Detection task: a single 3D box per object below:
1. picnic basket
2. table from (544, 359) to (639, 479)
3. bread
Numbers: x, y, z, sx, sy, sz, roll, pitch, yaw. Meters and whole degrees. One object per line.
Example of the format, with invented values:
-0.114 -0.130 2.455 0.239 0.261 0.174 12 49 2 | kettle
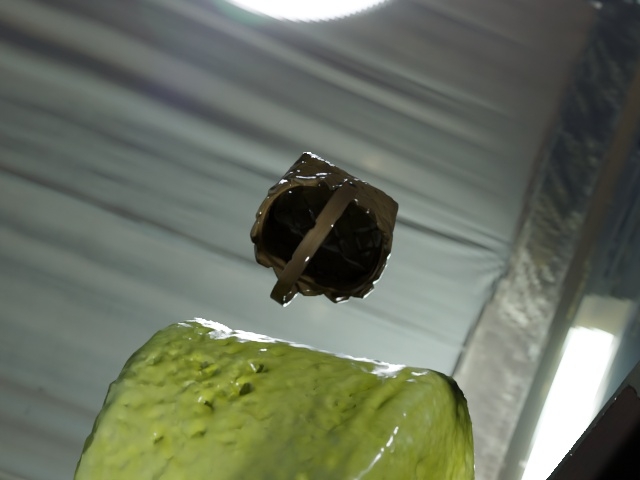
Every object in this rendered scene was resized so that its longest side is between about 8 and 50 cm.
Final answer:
0.000 0.000 1.358 0.128 0.138 0.178 -62 178 20 | picnic basket
0.458 0.310 1.700 0.282 0.196 0.250 -58 -150 22 | table
-0.043 0.238 1.231 0.348 0.308 0.348 -51 154 -36 | bread
